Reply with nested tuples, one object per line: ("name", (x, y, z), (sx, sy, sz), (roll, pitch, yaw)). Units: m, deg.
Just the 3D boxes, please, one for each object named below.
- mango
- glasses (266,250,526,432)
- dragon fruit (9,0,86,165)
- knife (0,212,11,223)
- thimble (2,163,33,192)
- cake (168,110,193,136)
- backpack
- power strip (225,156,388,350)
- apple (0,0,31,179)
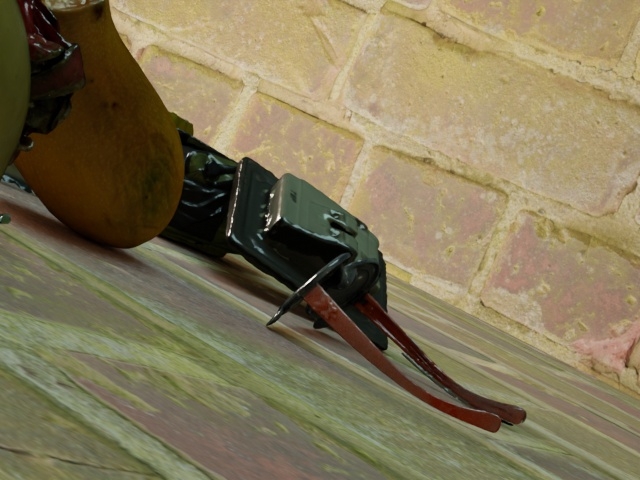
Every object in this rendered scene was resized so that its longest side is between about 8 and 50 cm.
("mango", (-0.247, -0.135, 1.459), (0.187, 0.144, 0.359), (2, -48, 28))
("glasses", (0.081, 0.133, 1.555), (0.268, 0.118, 0.234), (46, 6, 15))
("dragon fruit", (-0.342, -0.167, 1.237), (0.298, 0.244, 0.244), (8, -3, 19))
("knife", (-0.326, -0.040, 1.283), (0.078, 0.023, 0.166), (19, 6, -25))
("thimble", (-0.381, -0.160, 1.794), (0.270, 0.150, 0.271), (25, 2, -1))
("cake", (-0.320, -0.161, 2.370), (0.179, 0.156, 0.260), (12, -4, 8))
("backpack", (-0.158, -0.061, 2.010), (0.253, 0.140, 0.207), (20, 8, -30))
("power strip", (-0.001, -0.002, 1.848), (0.251, 0.092, 0.257), (29, 24, -13))
("apple", (-0.320, -0.132, 0.878), (0.295, 0.233, 0.258), (25, 7, -28))
